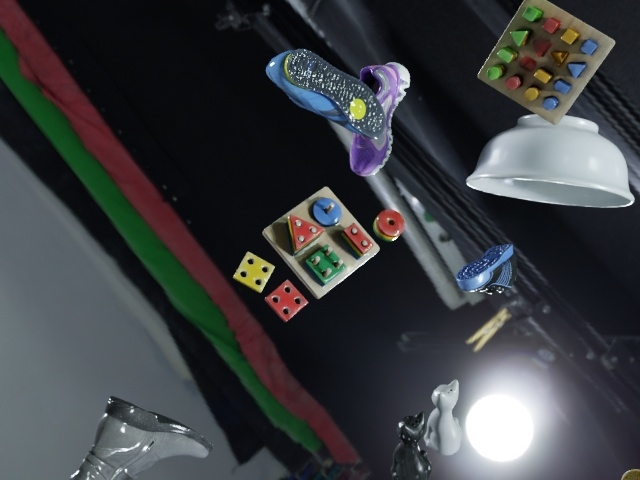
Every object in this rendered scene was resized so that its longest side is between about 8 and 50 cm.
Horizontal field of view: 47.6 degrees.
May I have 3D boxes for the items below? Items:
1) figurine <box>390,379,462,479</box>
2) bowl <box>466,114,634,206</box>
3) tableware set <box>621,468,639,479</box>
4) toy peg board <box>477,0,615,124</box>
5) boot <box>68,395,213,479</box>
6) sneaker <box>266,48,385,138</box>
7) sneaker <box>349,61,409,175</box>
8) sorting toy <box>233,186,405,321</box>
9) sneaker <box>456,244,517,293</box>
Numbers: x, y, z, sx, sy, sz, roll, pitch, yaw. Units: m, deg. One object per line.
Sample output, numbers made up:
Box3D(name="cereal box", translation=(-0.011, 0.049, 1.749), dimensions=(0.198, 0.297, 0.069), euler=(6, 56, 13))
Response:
Box3D(name="figurine", translation=(0.254, 0.444, 1.701), dimensions=(0.092, 0.215, 0.209), euler=(27, -44, 36))
Box3D(name="bowl", translation=(0.423, -0.149, 1.324), dimensions=(0.298, 0.134, 0.298), euler=(10, -1, 0))
Box3D(name="tableware set", translation=(0.399, 0.347, 0.937), dimensions=(0.154, 0.024, 0.103), euler=(-4, -91, 42))
Box3D(name="toy peg board", translation=(0.360, -0.293, 1.184), dimensions=(0.161, 0.079, 0.161), euler=(35, -63, 11))
Box3D(name="boot", translation=(-0.406, 0.500, 1.637), dimensions=(0.118, 0.222, 0.338), euler=(9, -21, 42))
Box3D(name="sneaker", translation=(0.010, -0.222, 1.115), dimensions=(0.209, 0.069, 0.082), euler=(28, -15, -31))
Box3D(name="sneaker", translation=(0.095, -0.248, 1.456), dimensions=(0.095, 0.105, 0.236), euler=(22, -77, 37))
Box3D(name="sorting toy", translation=(0.000, 0.000, 1.088), dimensions=(0.132, 0.275, 0.046), euler=(50, -26, 7))
Box3D(name="sneaker", translation=(0.370, 0.080, 1.569), dimensions=(0.082, 0.232, 0.090), euler=(-10, -80, 40))
